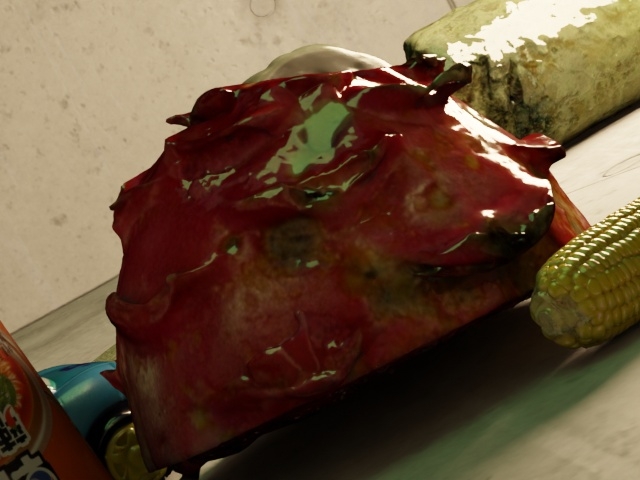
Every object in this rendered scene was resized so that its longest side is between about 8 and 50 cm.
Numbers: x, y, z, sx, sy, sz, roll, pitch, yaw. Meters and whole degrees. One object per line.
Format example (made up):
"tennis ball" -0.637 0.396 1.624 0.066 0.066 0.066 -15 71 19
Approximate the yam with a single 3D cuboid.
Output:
"yam" 0.233 -0.192 2.144 0.300 0.195 0.195 -30 7 -19

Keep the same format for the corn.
"corn" 0.207 0.008 1.265 0.206 0.067 0.067 -34 8 -38

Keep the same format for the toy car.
"toy car" -0.254 0.168 1.543 0.314 0.166 0.198 -31 11 -26

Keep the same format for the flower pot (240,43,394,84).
"flower pot" 0.007 -0.052 1.814 0.246 0.246 0.195 -33 -24 -33

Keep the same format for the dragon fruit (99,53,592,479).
"dragon fruit" 0.000 0.000 1.392 0.371 0.249 0.386 -26 -1 14

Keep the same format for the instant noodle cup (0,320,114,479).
"instant noodle cup" -0.255 0.180 1.299 0.250 0.192 0.250 -28 6 4

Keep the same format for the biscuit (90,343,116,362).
"biscuit" -0.176 0.122 2.023 0.150 0.052 0.252 -30 7 -10
